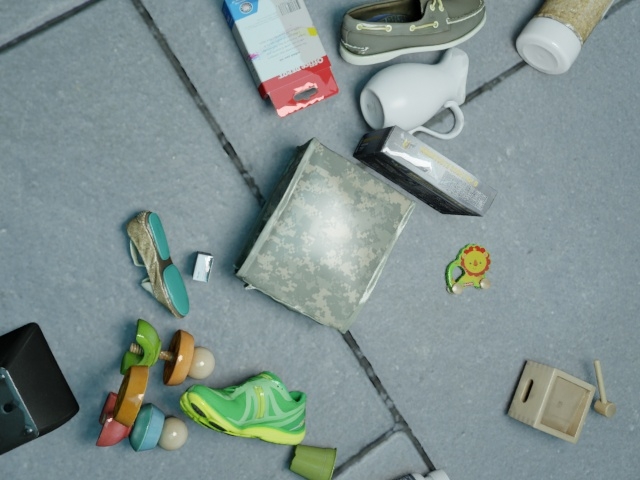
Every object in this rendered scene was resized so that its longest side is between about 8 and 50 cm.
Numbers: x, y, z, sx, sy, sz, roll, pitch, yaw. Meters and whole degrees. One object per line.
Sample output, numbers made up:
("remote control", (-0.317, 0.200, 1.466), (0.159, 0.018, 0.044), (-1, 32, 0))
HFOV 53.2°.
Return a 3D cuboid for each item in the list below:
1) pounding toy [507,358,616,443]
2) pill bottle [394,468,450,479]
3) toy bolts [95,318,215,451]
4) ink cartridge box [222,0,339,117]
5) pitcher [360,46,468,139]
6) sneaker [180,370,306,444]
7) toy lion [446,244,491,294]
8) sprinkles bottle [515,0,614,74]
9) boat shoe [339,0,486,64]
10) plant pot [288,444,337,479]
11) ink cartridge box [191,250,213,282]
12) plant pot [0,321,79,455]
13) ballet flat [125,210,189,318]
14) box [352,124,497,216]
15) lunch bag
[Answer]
("pounding toy", (0.525, 0.327, 1.363), (0.206, 0.094, 0.181), (26, 83, -23))
("pill bottle", (0.177, 0.530, 1.281), (0.180, 0.108, 0.108), (-20, 98, -12))
("toy bolts", (-0.282, 0.288, 1.121), (0.158, 0.218, 0.229), (20, 107, -20))
("ink cartridge box", (-0.072, -0.351, 1.177), (0.134, 0.078, 0.231), (-25, 99, -10))
("pitcher", (0.189, -0.259, 1.233), (0.207, 0.125, 0.178), (-24, 114, -22))
("sneaker", (-0.135, 0.293, 1.164), (0.295, 0.109, 0.124), (29, 68, -47))
("toy lion", (0.306, 0.057, 1.321), (0.100, 0.034, 0.096), (-9, 89, -12))
("sprinkles bottle", (0.539, -0.509, 1.290), (0.121, 0.121, 0.355), (36, 85, -13))
("boat shoe", (0.181, -0.418, 1.208), (0.305, 0.091, 0.109), (-18, 55, -10))
("plant pot", (-0.018, 0.434, 1.248), (0.079, 0.083, 0.083), (18, 89, -2))
("ink cartridge box", (-0.215, 0.048, 1.166), (0.028, 0.083, 0.048), (12, 91, -14))
("plant pot", (-0.538, 0.269, 1.063), (0.187, 0.167, 0.188), (-24, 98, -11))
("ballet flat", (-0.300, 0.049, 1.165), (0.067, 0.073, 0.206), (-15, 95, 16))
("box", (0.189, -0.127, 1.201), (0.231, 0.183, 0.056), (30, 86, -13))
("lunch bag", (0.000, 0.000, 1.173), (0.235, 0.169, 0.287), (30, 82, -14))
